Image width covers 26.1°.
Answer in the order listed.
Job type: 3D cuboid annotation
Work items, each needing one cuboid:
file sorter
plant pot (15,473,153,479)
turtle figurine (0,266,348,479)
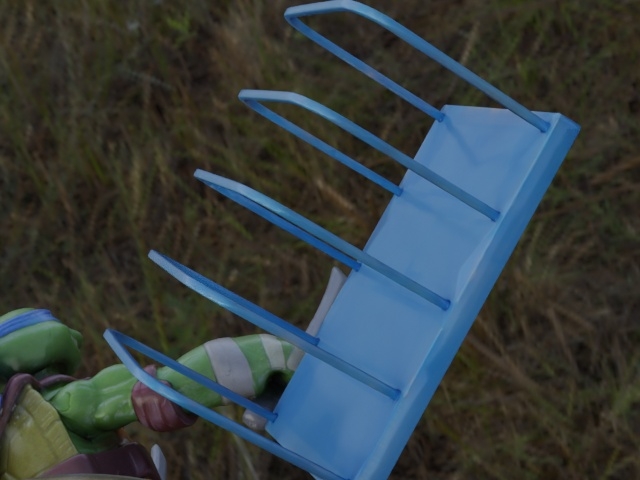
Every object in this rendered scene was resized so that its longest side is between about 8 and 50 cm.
[{"bbox_3d":[0.000,0.000,0.562,0.170,0.104,0.118,-61,18,-2],"label":"file sorter"},{"bbox_3d":[-0.078,0.194,0.437,0.236,0.236,0.032,-31,1,-13],"label":"plant pot"},{"bbox_3d":[-0.051,0.146,0.685,0.197,0.274,0.266,-33,60,16],"label":"turtle figurine"}]
